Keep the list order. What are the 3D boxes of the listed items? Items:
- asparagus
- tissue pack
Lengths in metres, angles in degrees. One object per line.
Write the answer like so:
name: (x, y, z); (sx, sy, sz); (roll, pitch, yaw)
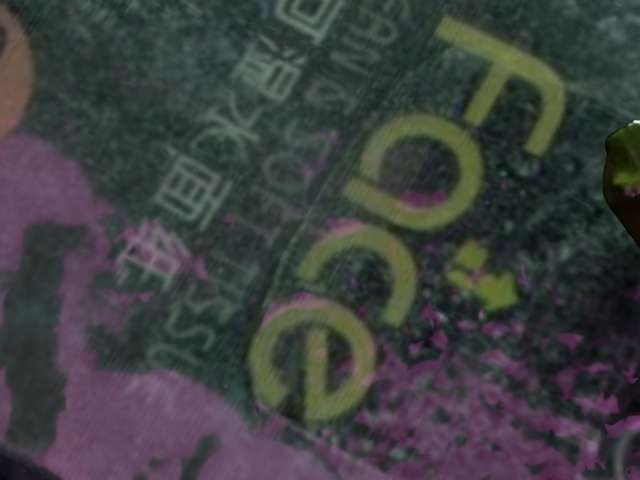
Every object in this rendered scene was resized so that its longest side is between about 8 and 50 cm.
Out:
asparagus: (0.104, 0.018, 0.475); (0.025, 0.021, 0.108); (-28, 72, -7)
tissue pack: (0.000, 0.000, 0.546); (0.315, 0.103, 0.228); (28, 74, 9)
